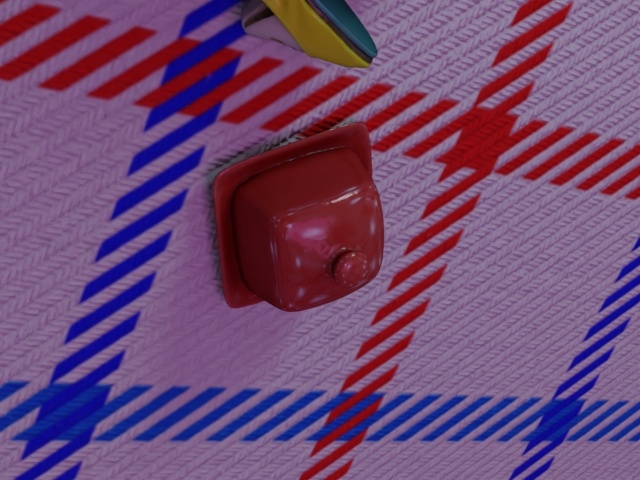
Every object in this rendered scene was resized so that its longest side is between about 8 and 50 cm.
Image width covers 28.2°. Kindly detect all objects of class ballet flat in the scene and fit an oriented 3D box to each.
[{"bbox_3d":[-0.043,-0.203,0.990,0.077,0.077,0.231,-31,134,15],"label":"ballet flat"}]

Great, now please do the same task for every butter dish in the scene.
[{"bbox_3d":[0.000,0.000,1.120,0.160,0.118,0.159,-21,131,-23],"label":"butter dish"}]
